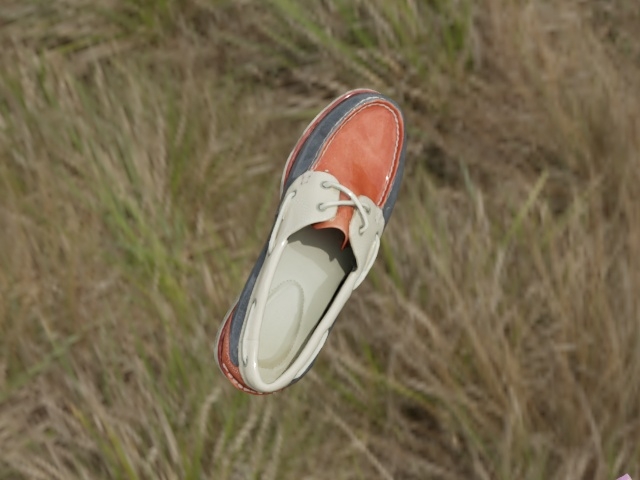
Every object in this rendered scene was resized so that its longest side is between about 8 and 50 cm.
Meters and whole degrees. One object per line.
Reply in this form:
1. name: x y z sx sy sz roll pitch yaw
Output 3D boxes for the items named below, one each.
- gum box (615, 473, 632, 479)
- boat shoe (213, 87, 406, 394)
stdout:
1. gum box: 0.202 0.289 1.440 0.188 0.062 0.107 -28 44 0
2. boat shoe: 0.000 0.000 0.705 0.049 0.043 0.137 30 81 -13
